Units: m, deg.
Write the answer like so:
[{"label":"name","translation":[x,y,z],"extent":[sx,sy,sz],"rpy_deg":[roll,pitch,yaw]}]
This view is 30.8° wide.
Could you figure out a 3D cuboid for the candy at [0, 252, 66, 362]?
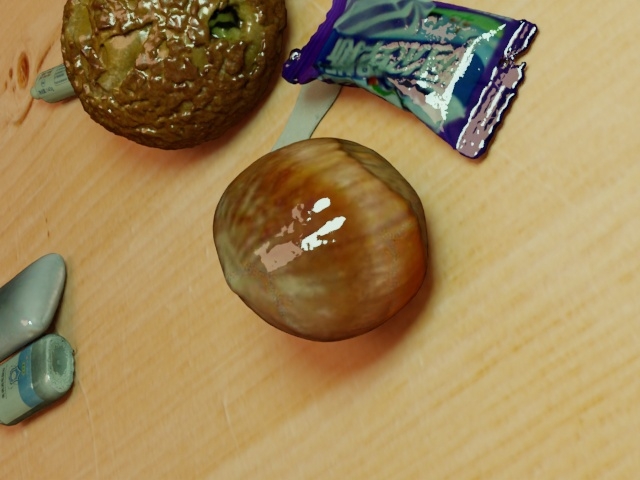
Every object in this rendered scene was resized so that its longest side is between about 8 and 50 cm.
[{"label":"candy","translation":[-0.420,0.103,1.595],"extent":[0.174,0.071,0.138],"rpy_deg":[-31,34,35]}]

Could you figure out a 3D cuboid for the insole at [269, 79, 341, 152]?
[{"label":"insole","translation":[-0.013,-0.148,1.315],"extent":[0.065,0.004,0.197],"rpy_deg":[36,103,46]}]

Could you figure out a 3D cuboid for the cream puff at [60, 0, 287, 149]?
[{"label":"cream puff","translation":[-0.192,-0.253,1.387],"extent":[0.303,0.212,0.303],"rpy_deg":[-17,67,47]}]

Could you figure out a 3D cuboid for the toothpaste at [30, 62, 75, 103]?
[{"label":"toothpaste","translation":[-0.326,-0.242,1.642],"extent":[0.268,0.047,0.069],"rpy_deg":[-13,49,41]}]

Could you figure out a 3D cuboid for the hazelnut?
[{"label":"hazelnut","translation":[0.000,0.000,1.114],"extent":[0.214,0.214,0.176],"rpy_deg":[49,154,43]}]

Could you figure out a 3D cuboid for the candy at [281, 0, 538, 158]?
[{"label":"candy","translation":[0.084,-0.189,1.177],"extent":[0.275,0.070,0.145],"rpy_deg":[28,96,36]}]

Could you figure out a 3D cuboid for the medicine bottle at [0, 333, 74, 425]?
[{"label":"medicine bottle","translation":[-0.409,0.200,1.570],"extent":[0.208,0.053,0.090],"rpy_deg":[-30,56,36]}]
